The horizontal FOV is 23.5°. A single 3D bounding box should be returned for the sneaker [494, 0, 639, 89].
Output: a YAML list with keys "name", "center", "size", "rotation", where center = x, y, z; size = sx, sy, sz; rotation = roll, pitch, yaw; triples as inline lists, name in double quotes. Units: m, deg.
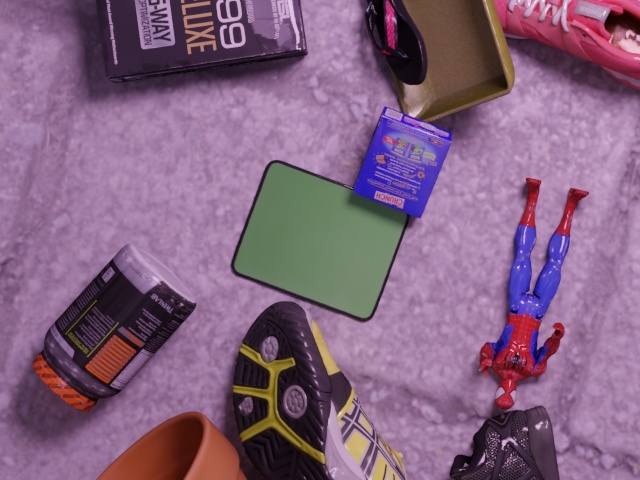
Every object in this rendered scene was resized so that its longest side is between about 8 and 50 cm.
- name: "sneaker"
  center: [0.299, -0.277, 1.813]
  size: [0.314, 0.136, 0.116]
  rotation: [22, 91, 2]

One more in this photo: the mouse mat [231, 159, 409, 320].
- name: "mouse mat"
  center: [0.000, 0.000, 1.898]
  size: [0.190, 0.007, 0.152]
  rotation: [20, 92, 1]

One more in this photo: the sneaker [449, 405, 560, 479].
- name: "sneaker"
  center: [0.229, 0.321, 1.859]
  size: [0.130, 0.087, 0.227]
  rotation: [-10, 88, 4]

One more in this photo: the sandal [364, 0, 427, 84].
- name: "sandal"
  center: [0.075, -0.264, 1.837]
  size: [0.040, 0.067, 0.179]
  rotation: [-18, 83, -37]

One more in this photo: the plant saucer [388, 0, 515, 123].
- name: "plant saucer"
  center: [0.151, -0.246, 1.823]
  size: [0.045, 0.188, 0.188]
  rotation: [-18, 91, -38]

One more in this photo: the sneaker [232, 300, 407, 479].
- name: "sneaker"
  center: [0.013, 0.256, 1.852]
  size: [0.145, 0.147, 0.384]
  rotation: [-30, 72, 37]

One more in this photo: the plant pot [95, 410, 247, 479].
- name: "plant pot"
  center: [-0.167, 0.375, 1.794]
  size: [0.291, 0.291, 0.203]
  rotation: [-43, 106, 3]

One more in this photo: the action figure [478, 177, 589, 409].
- name: "action figure"
  center: [0.250, 0.070, 1.828]
  size: [0.092, 0.139, 0.280]
  rotation: [13, 94, 3]

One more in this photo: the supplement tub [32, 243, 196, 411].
- name: "supplement tub"
  center: [-0.251, 0.107, 1.856]
  size: [0.117, 0.117, 0.190]
  rotation: [43, 93, 1]

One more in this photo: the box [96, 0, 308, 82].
- name: "box"
  center: [-0.155, -0.357, 1.859]
  size: [0.243, 0.076, 0.307]
  rotation: [-7, 90, 3]

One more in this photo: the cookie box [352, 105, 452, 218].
- name: "cookie box"
  center: [0.099, -0.094, 1.857]
  size: [0.092, 0.040, 0.107]
  rotation: [22, 114, 1]
